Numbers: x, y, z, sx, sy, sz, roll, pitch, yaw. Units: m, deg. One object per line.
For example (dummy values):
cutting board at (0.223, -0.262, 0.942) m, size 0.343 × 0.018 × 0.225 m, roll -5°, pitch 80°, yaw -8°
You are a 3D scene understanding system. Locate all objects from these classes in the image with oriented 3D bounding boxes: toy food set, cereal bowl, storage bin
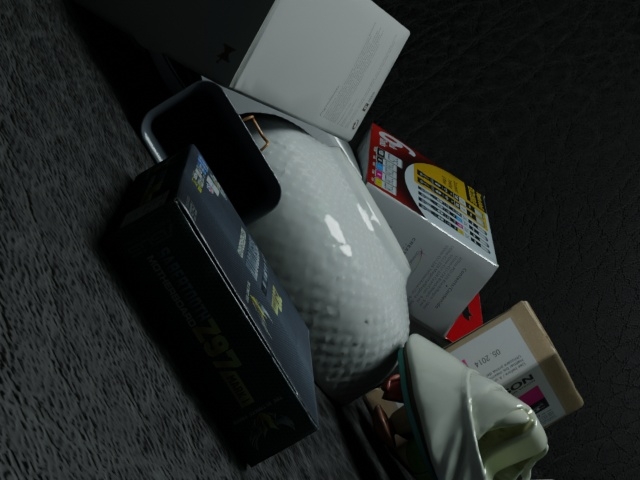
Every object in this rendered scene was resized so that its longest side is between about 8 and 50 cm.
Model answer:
toy food set at (0.104, 0.222, 1.562) m, size 0.128 × 0.071 × 0.218 m, roll -103°, pitch 170°, yaw -76°
cereal bowl at (0.000, 0.000, 1.491) m, size 0.339 × 0.141 × 0.339 m, roll 59°, pitch 6°, yaw -9°
storage bin at (-0.100, -0.080, 1.266) m, size 0.135 × 0.098 × 0.091 m, roll 58°, pitch -6°, yaw -13°

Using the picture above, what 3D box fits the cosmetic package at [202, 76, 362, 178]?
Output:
cosmetic package at (-0.063, -0.160, 1.811) m, size 0.225 × 0.138 × 0.224 m, roll 60°, pitch 5°, yaw -11°

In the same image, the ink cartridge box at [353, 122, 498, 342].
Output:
ink cartridge box at (0.144, -0.003, 1.868) m, size 0.272 × 0.130 × 0.309 m, roll 32°, pitch 18°, yaw -8°

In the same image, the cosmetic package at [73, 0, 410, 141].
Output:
cosmetic package at (-0.065, -0.227, 1.408) m, size 0.197 × 0.155 × 0.365 m, roll 31°, pitch 5°, yaw 17°

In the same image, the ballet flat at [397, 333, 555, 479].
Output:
ballet flat at (0.169, 0.236, 1.308) m, size 0.139 × 0.139 × 0.400 m, roll 56°, pitch 18°, yaw -40°

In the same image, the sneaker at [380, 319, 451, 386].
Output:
sneaker at (0.079, 0.116, 1.910) m, size 0.305 × 0.152 × 0.114 m, roll 41°, pitch 28°, yaw 20°

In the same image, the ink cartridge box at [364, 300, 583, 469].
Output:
ink cartridge box at (0.197, 0.201, 1.725) m, size 0.088 × 0.234 × 0.193 m, roll 62°, pitch 6°, yaw 32°

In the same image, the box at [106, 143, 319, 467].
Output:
box at (-0.072, 0.036, 0.986) m, size 0.183 × 0.059 × 0.233 m, roll 60°, pitch 5°, yaw -12°

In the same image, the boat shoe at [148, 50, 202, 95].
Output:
boat shoe at (-0.155, -0.228, 1.593) m, size 0.183 × 0.083 × 0.065 m, roll 61°, pitch 5°, yaw 12°
